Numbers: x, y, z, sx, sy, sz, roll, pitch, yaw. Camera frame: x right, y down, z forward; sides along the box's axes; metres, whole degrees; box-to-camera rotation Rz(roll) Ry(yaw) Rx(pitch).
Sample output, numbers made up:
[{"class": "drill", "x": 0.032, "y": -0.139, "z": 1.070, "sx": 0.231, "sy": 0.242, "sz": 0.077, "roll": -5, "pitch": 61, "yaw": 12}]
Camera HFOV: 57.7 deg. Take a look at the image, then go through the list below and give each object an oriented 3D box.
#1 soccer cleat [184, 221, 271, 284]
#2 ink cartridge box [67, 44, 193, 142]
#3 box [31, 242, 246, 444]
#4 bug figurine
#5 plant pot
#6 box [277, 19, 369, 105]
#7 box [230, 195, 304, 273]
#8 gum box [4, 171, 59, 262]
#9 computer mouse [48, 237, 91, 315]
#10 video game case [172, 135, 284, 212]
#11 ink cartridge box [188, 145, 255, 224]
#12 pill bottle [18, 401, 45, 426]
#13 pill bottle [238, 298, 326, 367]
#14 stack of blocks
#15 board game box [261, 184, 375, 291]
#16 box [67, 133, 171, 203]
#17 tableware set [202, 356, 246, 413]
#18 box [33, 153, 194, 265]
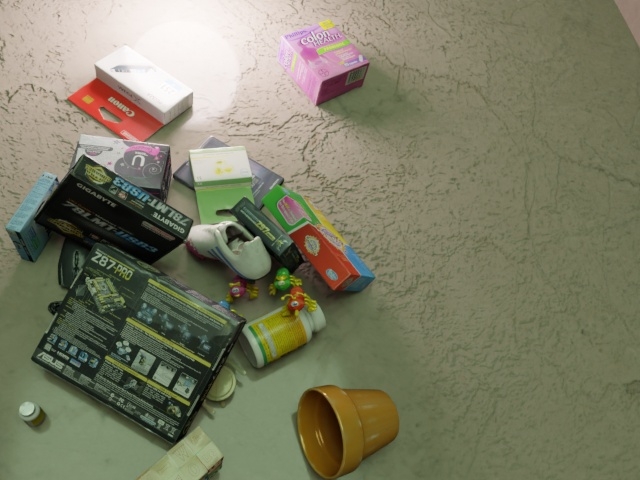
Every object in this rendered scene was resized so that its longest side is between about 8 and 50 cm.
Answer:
[{"class": "soccer cleat", "x": -0.251, "y": -0.005, "z": 1.526, "sx": 0.331, "sy": 0.143, "sz": 0.116, "roll": 23, "pitch": 47, "yaw": 38}, {"class": "ink cartridge box", "x": -0.599, "y": -0.461, "z": 1.834, "sx": 0.296, "sy": 0.066, "sz": 0.261, "roll": 35, "pitch": 58, "yaw": 10}, {"class": "box", "x": -0.421, "y": 0.232, "z": 1.357, "sx": 0.395, "sy": 0.097, "sz": 0.318, "roll": 27, "pitch": 90, "yaw": 6}, {"class": "bug figurine", "x": -0.154, "y": 0.141, "z": 1.484, "sx": 0.279, "sy": 0.072, "sz": 0.216, "roll": -11, "pitch": 27, "yaw": 1}, {"class": "plant pot", "x": 0.075, "y": 0.435, "z": 1.377, "sx": 0.188, "sy": 0.205, "sz": 0.205, "roll": -4, "pitch": 59, "yaw": -32}, {"class": "box", "x": 0.008, "y": -0.626, "z": 2.033, "sx": 0.214, "sy": 0.117, "sz": 0.243, "roll": -28, "pitch": 69, "yaw": -25}, {"class": "box", "x": -0.137, "y": -0.009, "z": 1.564, "sx": 0.183, "sy": 0.232, "sz": 0.059, "roll": 43, "pitch": 83, "yaw": 14}, {"class": "gum box", "x": -0.731, "y": -0.060, "z": 1.509, "sx": 0.041, "sy": 0.157, "sz": 0.184, "roll": 18, "pitch": 58, "yaw": 0}, {"class": "computer mouse", "x": -0.595, "y": 0.073, "z": 1.516, "sx": 0.184, "sy": 0.060, "sz": 0.261, "roll": 4, "pitch": 59, "yaw": -9}, {"class": "video game case", "x": -0.276, "y": -0.189, "z": 1.765, "sx": 0.274, "sy": 0.026, "sz": 0.196, "roll": 31, "pitch": 58, "yaw": 6}, {"class": "ink cartridge box", "x": -0.284, "y": -0.166, "z": 1.704, "sx": 0.171, "sy": 0.056, "sz": 0.234, "roll": -7, "pitch": 59, "yaw": -17}, {"class": "pill bottle", "x": -0.647, "y": 0.387, "z": 1.302, "sx": 0.044, "sy": 0.083, "sz": 0.043, "roll": 6, "pitch": 59, "yaw": -9}, {"class": "pill bottle", "x": -0.096, "y": 0.232, "z": 1.495, "sx": 0.209, "sy": 0.117, "sz": 0.117, "roll": -24, "pitch": 67, "yaw": -24}, {"class": "stack of blocks", "x": -0.348, "y": 0.542, "z": 1.223, "sx": 0.297, "sy": 0.171, "sz": 0.087, "roll": -37, "pitch": 73, "yaw": -29}, {"class": "board game box", "x": 0.000, "y": 0.000, "z": 1.594, "sx": 0.064, "sy": 0.242, "sz": 0.316, "roll": -43, "pitch": 72, "yaw": 12}, {"class": "box", "x": -0.556, "y": -0.185, "z": 1.631, "sx": 0.248, "sy": 0.142, "sz": 0.163, "roll": 7, "pitch": 59, "yaw": -9}, {"class": "tableware set", "x": -0.292, "y": 0.325, "z": 1.446, "sx": 0.194, "sy": 0.039, "sz": 0.128, "roll": 34, "pitch": 70, "yaw": 16}, {"class": "box", "x": -0.504, "y": -0.049, "z": 1.413, "sx": 0.296, "sy": 0.293, "sz": 0.073, "roll": 33, "pitch": 54, "yaw": -27}]
